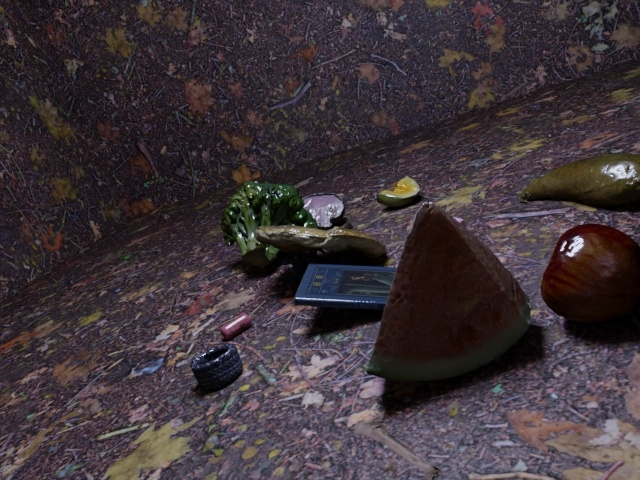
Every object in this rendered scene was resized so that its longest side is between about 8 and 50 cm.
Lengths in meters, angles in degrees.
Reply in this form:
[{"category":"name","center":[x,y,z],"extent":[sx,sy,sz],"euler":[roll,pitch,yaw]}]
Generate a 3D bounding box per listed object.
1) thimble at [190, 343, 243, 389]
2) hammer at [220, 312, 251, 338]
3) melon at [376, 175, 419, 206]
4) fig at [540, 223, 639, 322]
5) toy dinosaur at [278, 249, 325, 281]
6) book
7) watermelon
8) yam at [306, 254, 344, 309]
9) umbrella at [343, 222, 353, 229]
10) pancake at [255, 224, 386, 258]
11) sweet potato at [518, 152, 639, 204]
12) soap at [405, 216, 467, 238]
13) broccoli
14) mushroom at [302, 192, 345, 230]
[{"category":"thimble","center":[-0.227,0.276,1.273],"extent":[0.104,0.066,0.095],"euler":[-19,14,4]},{"category":"hammer","center":[-0.217,0.220,1.485],"extent":[0.083,0.043,0.043],"euler":[-33,20,-30]},{"category":"melon","center":[0.280,-0.153,2.023],"extent":[0.160,0.079,0.128],"euler":[-30,37,-32]},{"category":"fig","center":[0.488,0.066,0.966],"extent":[0.207,0.175,0.175],"euler":[15,37,39]},{"category":"toy dinosaur","center":[-0.015,0.075,1.704],"extent":[0.188,0.075,0.248],"euler":[7,24,38]},{"category":"book","center":[0.088,0.107,1.362],"extent":[0.269,0.025,0.191],"euler":[2,22,10]},{"category":"watermelon","center":[0.206,0.115,0.997],"extent":[0.283,0.292,0.250],"euler":[-12,48,23]},{"category":"yam","center":[0.016,0.102,1.508],"extent":[0.061,0.061,0.274],"euler":[-23,21,-8]},{"category":"umbrella","center":[0.085,-0.039,1.978],"extent":[0.031,0.020,0.083],"euler":[-6,27,42]},{"category":"pancake","center":[-0.001,0.000,1.622],"extent":[0.387,0.082,0.387],"euler":[4,0,0]},{"category":"sweet potato","center":[0.673,-0.148,1.468],"extent":[0.130,0.130,0.423],"euler":[-26,11,-18]},{"category":"soap","center":[0.318,-0.013,1.559],"extent":[0.149,0.056,0.100],"euler":[-26,20,-18]},{"category":"broccoli","center":[-0.172,-0.036,1.893],"extent":[0.321,0.304,0.283],"euler":[-37,29,39]},{"category":"mushroom","center":[0.004,-0.095,2.088],"extent":[0.188,0.141,0.117],"euler":[-11,-15,16]}]
